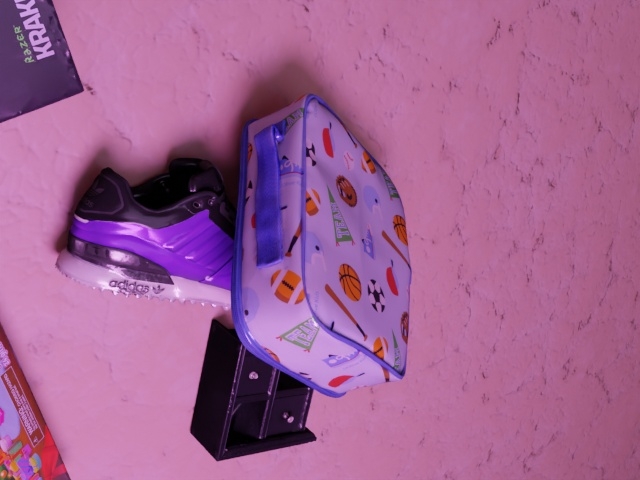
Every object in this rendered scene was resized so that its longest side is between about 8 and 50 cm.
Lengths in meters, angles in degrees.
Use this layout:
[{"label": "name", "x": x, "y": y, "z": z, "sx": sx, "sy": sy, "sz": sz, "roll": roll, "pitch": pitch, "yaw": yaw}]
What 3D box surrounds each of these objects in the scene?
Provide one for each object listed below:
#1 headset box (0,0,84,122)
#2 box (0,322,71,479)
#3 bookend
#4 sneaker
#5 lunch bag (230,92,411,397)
[{"label": "headset box", "x": -0.354, "y": -0.178, "z": 0.497, "sx": 0.283, "sy": 0.131, "sz": 0.246, "roll": -28, "pitch": 124, "yaw": -26}, {"label": "box", "x": -0.351, "y": 0.191, "z": 0.651, "sx": 0.201, "sy": 0.057, "sz": 0.293, "roll": -50, "pitch": 139, "yaw": -49}, {"label": "bookend", "x": -0.070, "y": 0.183, "z": 0.923, "sx": 0.157, "sy": 0.072, "sz": 0.156, "roll": 2, "pitch": 107, "yaw": -40}, {"label": "sneaker", "x": -0.121, "y": -0.010, "z": 0.779, "sx": 0.293, "sy": 0.102, "sz": 0.146, "roll": 10, "pitch": 101, "yaw": -41}, {"label": "lunch bag", "x": 0.000, "y": 0.000, "z": 0.785, "sx": 0.243, "sy": 0.114, "sz": 0.304, "roll": 37, "pitch": 41, "yaw": -46}]
